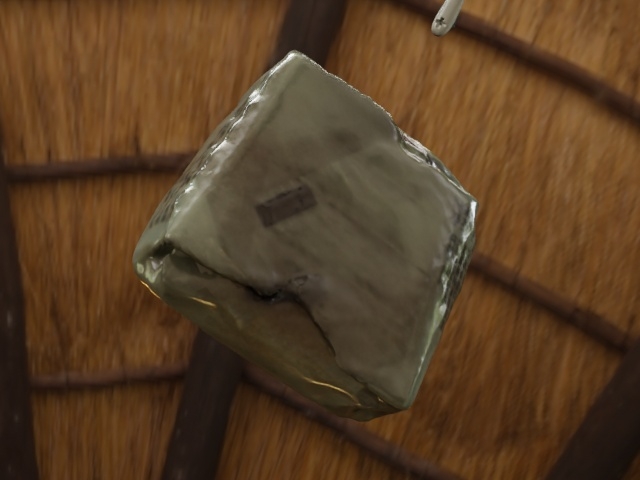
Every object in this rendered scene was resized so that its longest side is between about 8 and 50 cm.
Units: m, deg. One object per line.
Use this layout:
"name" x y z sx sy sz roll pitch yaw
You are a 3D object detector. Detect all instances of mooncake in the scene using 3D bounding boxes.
"mooncake" -0.002 0.001 1.307 0.250 0.136 0.254 38 -118 -12

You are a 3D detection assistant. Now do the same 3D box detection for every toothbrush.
"toothbrush" 0.184 -0.321 1.615 0.022 0.026 0.263 28 -93 20
